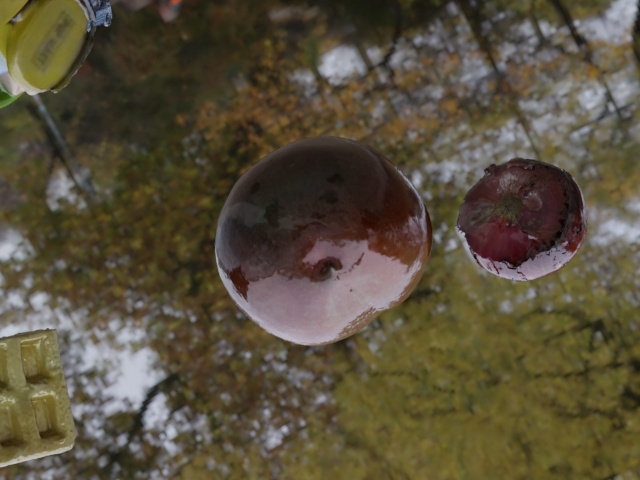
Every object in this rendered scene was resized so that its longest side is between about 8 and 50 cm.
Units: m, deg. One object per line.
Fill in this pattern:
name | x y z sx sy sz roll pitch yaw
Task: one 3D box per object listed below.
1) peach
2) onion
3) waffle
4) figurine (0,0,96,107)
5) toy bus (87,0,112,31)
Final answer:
peach | 0.000 0.000 1.455 0.252 0.252 0.252 -27 -168 6
onion | 0.282 -0.017 1.733 0.183 0.147 0.184 -11 -128 14
waffle | -0.435 0.211 1.602 0.057 0.168 0.274 -13 177 42
figurine | -0.218 -0.126 0.604 0.263 0.162 0.143 17 -102 36
toy bus | -0.282 -0.274 1.512 0.038 0.046 0.083 -1 -161 15
